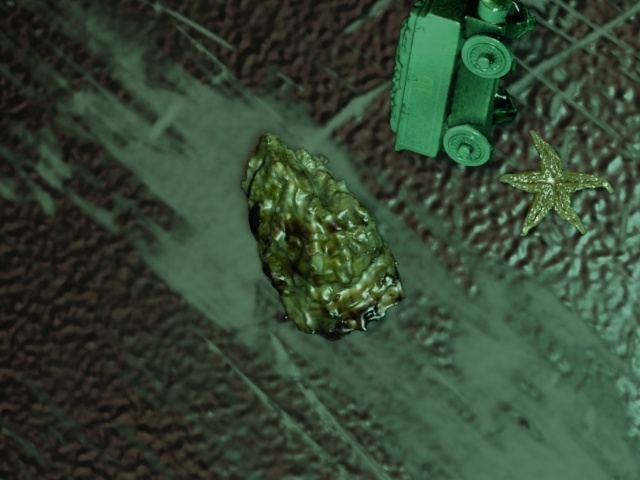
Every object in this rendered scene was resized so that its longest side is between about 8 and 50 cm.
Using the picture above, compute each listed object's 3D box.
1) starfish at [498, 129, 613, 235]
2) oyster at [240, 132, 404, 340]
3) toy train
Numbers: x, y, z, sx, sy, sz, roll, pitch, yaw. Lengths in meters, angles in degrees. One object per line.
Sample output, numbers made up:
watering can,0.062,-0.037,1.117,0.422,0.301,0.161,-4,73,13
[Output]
starfish,0.186,-0.046,1.504,0.092,0.016,0.086,-2,86,17
oyster,-0.005,-0.006,1.524,0.105,0.056,0.177,-19,86,17
toy train,0.104,-0.129,1.461,0.099,0.172,0.070,18,48,10
